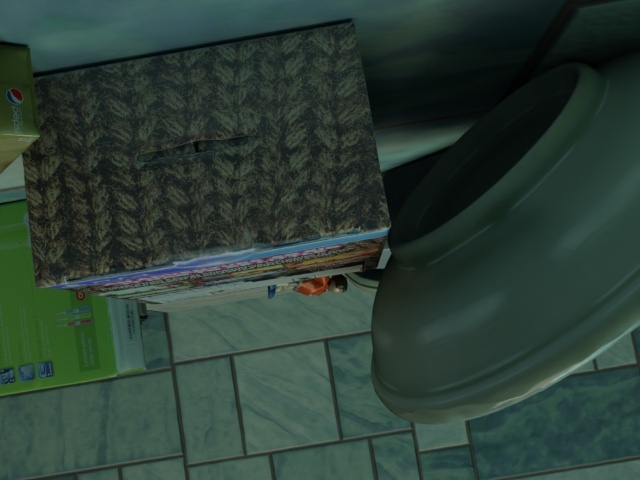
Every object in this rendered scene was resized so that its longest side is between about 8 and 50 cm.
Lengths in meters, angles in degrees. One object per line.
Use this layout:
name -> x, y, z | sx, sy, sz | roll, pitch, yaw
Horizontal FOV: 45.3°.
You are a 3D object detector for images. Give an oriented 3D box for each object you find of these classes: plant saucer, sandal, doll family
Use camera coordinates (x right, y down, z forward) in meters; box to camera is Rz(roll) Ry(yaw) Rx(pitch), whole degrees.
plant saucer -> 0.162, -0.036, 0.629 | 0.400, 0.100, 0.400 | -45, -171, 9
sandal -> 0.170, -0.068, 0.918 | 0.054, 0.097, 0.254 | 11, 172, -37
doll family -> 0.000, 0.000, 1.252 | 0.163, 0.118, 0.263 | -2, 153, -9

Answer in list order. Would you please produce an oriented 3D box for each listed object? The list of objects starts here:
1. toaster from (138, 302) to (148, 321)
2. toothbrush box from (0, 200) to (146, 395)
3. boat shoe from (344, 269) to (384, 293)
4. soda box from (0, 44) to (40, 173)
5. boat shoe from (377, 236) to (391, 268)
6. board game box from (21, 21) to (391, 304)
toaster -> -0.466, 0.134, 1.589 | 0.185, 0.110, 0.168 | -15, 171, 41
toothbrush box -> -0.362, 0.072, 0.876 | 0.283, 0.206, 0.122 | -10, 173, 1
boat shoe -> 0.217, 0.028, 1.503 | 0.186, 0.156, 0.500 | -11, -174, -31
soda box -> -0.245, -0.070, 0.506 | 0.061, 0.058, 0.181 | -3, 171, -38
boat shoe -> 0.178, -0.026, 1.026 | 0.267, 0.088, 0.096 | -11, 155, 15
board game box -> -0.073, -0.039, 0.632 | 0.232, 0.141, 0.291 | -9, 173, 1
